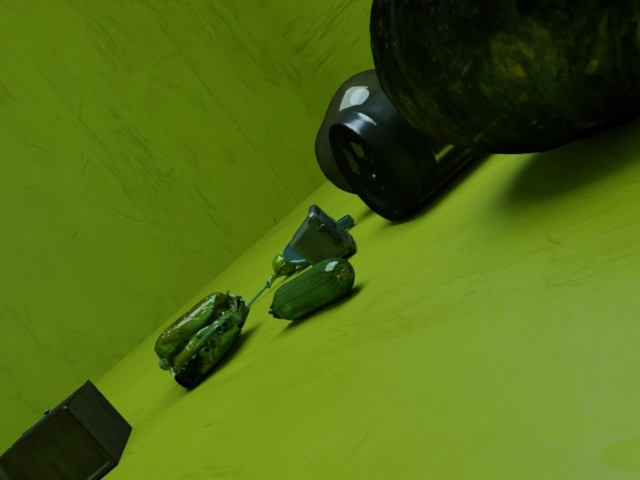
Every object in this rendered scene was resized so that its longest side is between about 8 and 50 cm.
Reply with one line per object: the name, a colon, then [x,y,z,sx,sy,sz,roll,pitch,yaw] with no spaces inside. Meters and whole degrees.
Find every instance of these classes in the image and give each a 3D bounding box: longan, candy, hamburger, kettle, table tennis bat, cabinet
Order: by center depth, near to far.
cabinet: [-0.486,0.390,1.254,0.175,0.148,0.215,-40,6,-6]
kettle: [0.191,-0.229,1.329,0.324,0.228,0.321,-36,27,-13]
hamburger: [-0.238,0.188,1.341,0.214,0.125,0.235,-50,-5,-10]
longan: [0.138,-0.263,1.641,0.319,0.319,0.319,-38,7,5]
table tennis bat: [-0.003,-0.003,1.651,0.201,0.033,0.124,-32,34,-8]
candy: [-0.136,0.111,1.693,0.194,0.062,0.058,-49,5,1]

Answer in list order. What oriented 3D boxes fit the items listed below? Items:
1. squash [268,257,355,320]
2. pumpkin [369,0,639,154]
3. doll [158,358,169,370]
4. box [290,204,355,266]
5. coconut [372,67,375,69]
squash: [-0.015,0.083,1.106,0.219,0.068,0.077,-33,14,45]
pumpkin: [0.281,-0.289,0.833,0.455,0.343,0.454,-33,10,7]
doll: [-0.293,0.246,1.519,0.104,0.071,0.214,-20,6,24]
box: [0.000,0.000,1.400,0.092,0.124,0.172,-49,4,8]
coconut: [0.265,-0.411,1.981,0.323,0.323,0.323,-38,7,5]
